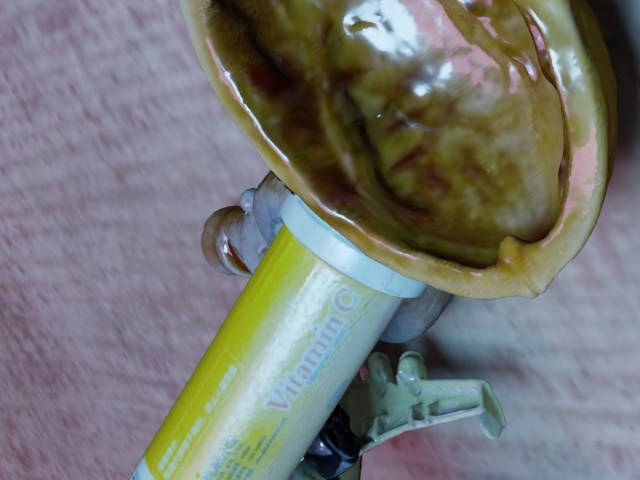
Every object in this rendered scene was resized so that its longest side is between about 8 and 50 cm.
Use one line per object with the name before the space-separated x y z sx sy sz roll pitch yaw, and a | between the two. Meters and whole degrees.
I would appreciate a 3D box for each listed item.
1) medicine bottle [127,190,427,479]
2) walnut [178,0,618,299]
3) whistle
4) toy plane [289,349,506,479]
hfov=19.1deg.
medicine bottle | -0.030 0.072 0.834 0.074 0.074 0.218 41 109 27
walnut | 0.041 -0.082 0.732 0.167 0.087 0.211 -30 96 44
whistle | 0.000 0.000 0.942 0.107 0.057 0.220 48 161 -17
toy plane | -0.009 0.108 0.939 0.092 0.229 0.244 41 -155 -29
